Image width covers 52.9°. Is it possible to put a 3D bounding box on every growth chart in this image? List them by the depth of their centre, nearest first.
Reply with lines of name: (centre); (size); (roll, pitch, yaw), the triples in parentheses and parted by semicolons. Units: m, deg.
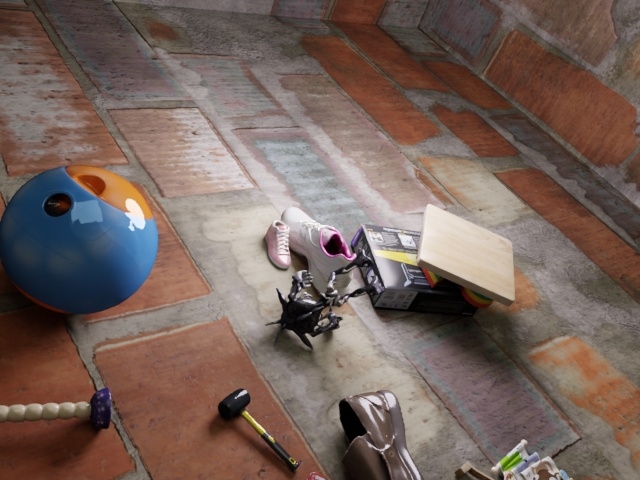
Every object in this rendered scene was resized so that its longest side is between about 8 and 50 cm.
growth chart: (0.488, 0.532, 1.366); (0.237, 0.021, 0.172); (42, 39, 20)

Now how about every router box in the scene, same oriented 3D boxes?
router box: (0.258, 0.079, 1.731); (0.309, 0.081, 0.242); (8, 41, -23)

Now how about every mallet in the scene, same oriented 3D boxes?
mallet: (-0.108, 0.358, 1.224); (0.190, 0.039, 0.062); (38, 36, 8)

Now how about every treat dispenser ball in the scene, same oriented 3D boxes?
treat dispenser ball: (-0.461, -0.001, 1.238); (0.288, 0.288, 0.288); (16, 38, -13)

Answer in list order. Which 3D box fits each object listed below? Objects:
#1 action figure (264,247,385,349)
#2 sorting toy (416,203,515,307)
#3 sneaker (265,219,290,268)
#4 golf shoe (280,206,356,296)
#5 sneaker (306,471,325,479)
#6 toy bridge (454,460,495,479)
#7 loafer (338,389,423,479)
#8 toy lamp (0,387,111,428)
action figure: (0.004, 0.138, 1.463); (0.276, 0.141, 0.164); (-29, 92, -5)
sorting toy: (0.367, 0.054, 1.681); (0.257, 0.089, 0.255); (24, 37, -3)
sneaker: (-0.102, 0.004, 1.623); (0.051, 0.070, 0.134); (4, 42, -29)
golf shoe: (0.000, 0.000, 1.631); (0.115, 0.140, 0.306); (-8, 47, -35)
sneaker: (-0.029, 0.454, 1.140); (0.119, 0.042, 0.067); (1, 47, -41)
toy bridge: (0.356, 0.525, 1.292); (0.063, 0.026, 0.188); (-16, 53, -43)
loafer: (0.098, 0.431, 1.187); (0.130, 0.133, 0.366); (9, 30, -14)
toy lamp: (-0.489, 0.282, 1.052); (0.275, 0.080, 0.080); (2, 43, -27)
